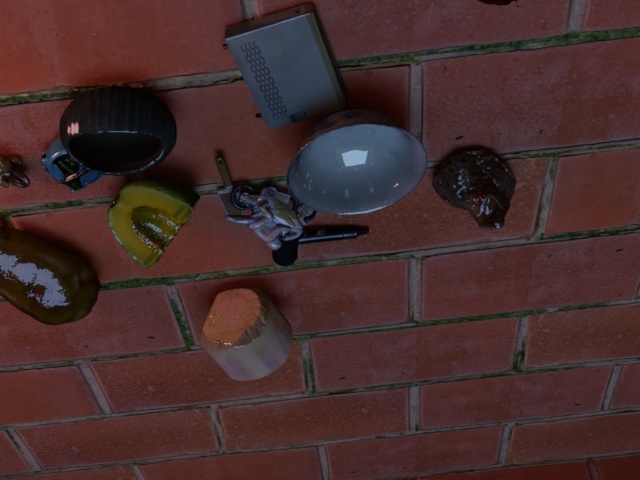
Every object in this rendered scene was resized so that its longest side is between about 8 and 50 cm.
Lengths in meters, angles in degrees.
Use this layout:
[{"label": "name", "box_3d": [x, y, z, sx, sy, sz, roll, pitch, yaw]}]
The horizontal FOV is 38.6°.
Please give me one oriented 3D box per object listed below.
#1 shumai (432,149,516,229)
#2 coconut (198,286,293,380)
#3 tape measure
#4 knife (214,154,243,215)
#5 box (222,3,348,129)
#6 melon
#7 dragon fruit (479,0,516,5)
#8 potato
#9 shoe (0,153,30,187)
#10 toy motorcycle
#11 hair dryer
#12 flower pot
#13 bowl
[{"label": "shumai", "box_3d": [0.374, -0.105, 2.167, 0.206, 0.175, 0.166, 14, 136, -17]}, {"label": "coconut", "box_3d": [-0.199, 0.263, 2.491, 0.239, 0.239, 0.244, -15, 140, 11]}, {"label": "tape measure", "box_3d": [-0.549, -0.177, 2.046, 0.146, 0.081, 0.125, -24, 139, 20]}, {"label": "knife", "box_3d": [-0.225, -0.121, 2.195, 0.046, 0.022, 0.256, -13, 144, 0]}, {"label": "box", "box_3d": [-0.072, -0.359, 1.916, 0.211, 0.045, 0.270, -15, 139, 11]}, {"label": "melon", "box_3d": [-0.396, -0.080, 2.160, 0.169, 0.129, 0.265, 35, 132, -10]}, {"label": "dragon fruit", "box_3d": [0.364, -0.520, 1.761, 0.162, 0.083, 0.106, -36, 145, 18]}, {"label": "potato", "box_3d": [-0.716, 0.087, 2.285, 0.195, 0.176, 0.369, -7, 145, 46]}, {"label": "shoe", "box_3d": [-0.703, -0.159, 2.060, 0.069, 0.072, 0.109, 19, 146, 33]}, {"label": "toy motorcycle", "box_3d": [-0.119, -0.054, 2.209, 0.229, 0.151, 0.074, 10, -178, -24]}, {"label": "hair dryer", "box_3d": [0.000, 0.000, 2.338, 0.256, 0.070, 0.128, -4, 140, -9]}, {"label": "flower pot", "box_3d": [-0.427, -0.234, 1.934, 0.243, 0.157, 0.189, -2, 137, -8]}, {"label": "bowl", "box_3d": [0.072, -0.204, 2.031, 0.313, 0.146, 0.313, -6, 146, -4]}]
